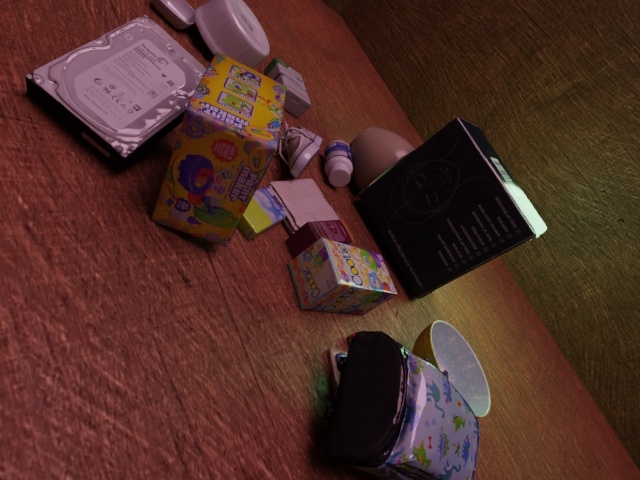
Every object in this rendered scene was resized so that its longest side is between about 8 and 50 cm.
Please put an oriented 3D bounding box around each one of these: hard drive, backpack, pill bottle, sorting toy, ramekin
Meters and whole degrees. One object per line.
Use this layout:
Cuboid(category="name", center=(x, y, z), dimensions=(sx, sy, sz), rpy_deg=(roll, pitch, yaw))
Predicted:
Cuboid(category="hard drive", center=(-0.416, -0.344, 0.920), dimensions=(0.237, 0.064, 0.339), rpy_deg=(42, 52, -11))
Cuboid(category="backpack", center=(0.200, 0.413, 0.929), dimensions=(0.356, 0.273, 0.290), rpy_deg=(61, 36, -38))
Cuboid(category="pill bottle", center=(0.070, -0.300, 1.617), dimensions=(0.112, 0.112, 0.187), rpy_deg=(33, 36, -30))
Cuboid(category="sorting toy", center=(0.089, 0.349, 1.037), dimensions=(0.132, 0.046, 0.275), rpy_deg=(26, 40, -37))
Cuboid(category="ramekin", center=(-0.308, -0.752, 1.492), dimensions=(0.277, 0.135, 0.277), rpy_deg=(48, 27, -34))

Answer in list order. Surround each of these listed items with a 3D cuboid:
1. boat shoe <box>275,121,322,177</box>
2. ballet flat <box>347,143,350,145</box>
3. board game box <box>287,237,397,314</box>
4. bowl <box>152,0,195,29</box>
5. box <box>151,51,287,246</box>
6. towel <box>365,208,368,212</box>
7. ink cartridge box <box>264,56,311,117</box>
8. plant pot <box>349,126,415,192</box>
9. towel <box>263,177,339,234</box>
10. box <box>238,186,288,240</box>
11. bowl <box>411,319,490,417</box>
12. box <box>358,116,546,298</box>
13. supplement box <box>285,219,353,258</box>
Cuboid(category="boat shoe", center=(-0.088, -0.334, 1.410), dimensions=(0.156, 0.136, 0.367), rpy_deg=(35, 26, -11))
Cuboid(category="ballet flat", center=(0.181, -0.371, 1.881), dimensions=(0.240, 0.091, 0.077), rpy_deg=(33, 10, -38))
Cuboid(category="board game box", center=(0.067, 0.109, 1.158), dimensions=(0.275, 0.142, 0.145), rpy_deg=(15, 47, -47))
Cuboid(category="bowl", center=(-0.496, -0.780, 1.399), dimensions=(0.142, 0.053, 0.142), rpy_deg=(41, 32, -21))
Cuboid(category="box", center=(-0.216, -0.198, 0.910), dimensions=(0.176, 0.290, 0.279), rpy_deg=(21, 40, -19))
Cuboid(category="towel", center=(0.325, -0.055, 1.790), dimensions=(0.312, 0.056, 0.325), rpy_deg=(-18, 76, -55))
Cuboid(category="ink cartridge box", center=(-0.137, -0.631, 1.700), dimensions=(0.153, 0.086, 0.209), rpy_deg=(21, 42, -43))
Cuboid(category="plant pot", center=(0.226, -0.361, 1.725), dimensions=(0.191, 0.284, 0.284), rpy_deg=(52, 30, 1))
Cuboid(category="towel", center=(-0.052, -0.115, 1.323), dimensions=(0.187, 0.049, 0.282), rpy_deg=(57, 30, 6))
Cuboid(category="box", center=(-0.170, -0.079, 1.127), dimensions=(0.109, 0.042, 0.178), rpy_deg=(52, 31, 0))
Cuboid(category="bowl", center=(0.359, 0.405, 1.239), dimensions=(0.289, 0.156, 0.290), rpy_deg=(35, 34, -29))
Cuboid(category="box", center=(0.485, -0.113, 1.559), dimensions=(0.297, 0.471, 0.481), rpy_deg=(-9, 68, -55))
Cuboid(category="supplement box", center=(0.000, 0.000, 1.218), dimensions=(0.188, 0.104, 0.081), rpy_deg=(-8, 64, -56))
